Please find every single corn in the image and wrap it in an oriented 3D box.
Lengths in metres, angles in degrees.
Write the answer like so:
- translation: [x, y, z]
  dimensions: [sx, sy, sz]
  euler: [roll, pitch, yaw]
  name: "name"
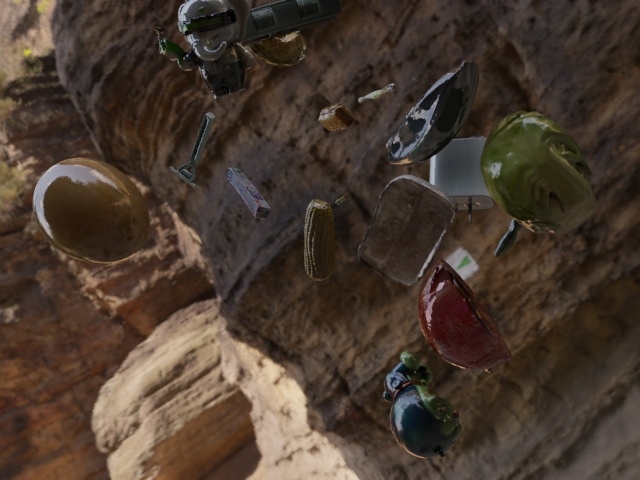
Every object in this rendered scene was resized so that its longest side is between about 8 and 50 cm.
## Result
- translation: [0.000, 0.000, 1.620]
  dimensions: [0.080, 0.080, 0.231]
  euler: [-27, -43, -31]
  name: "corn"

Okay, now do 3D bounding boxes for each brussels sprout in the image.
- translation: [0.543, -0.176, 1.673]
  dimensions: [0.328, 0.328, 0.247]
  euler: [-19, -22, -51]
  name: "brussels sprout"

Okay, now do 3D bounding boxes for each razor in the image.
- translation: [-0.421, -0.318, 2.288]
  dimensions: [0.278, 0.111, 0.056]
  euler: [-58, -10, 31]
  name: "razor"

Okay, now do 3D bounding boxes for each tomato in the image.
- translation: [0.343, 0.210, 1.717]
  dimensions: [0.170, 0.309, 0.309]
  euler: [-39, -13, 11]
  name: "tomato"

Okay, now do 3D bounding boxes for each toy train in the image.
- translation: [-0.139, -0.637, 1.925]
  dimensions: [0.409, 0.086, 0.089]
  euler: [-19, 2, -11]
  name: "toy train"

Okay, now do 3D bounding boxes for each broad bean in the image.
- translation: [0.588, -0.036, 2.043]
  dimensions: [0.046, 0.061, 0.195]
  euler: [16, -92, -47]
  name: "broad bean"

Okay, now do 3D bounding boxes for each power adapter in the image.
- translation: [0.422, -0.167, 1.987]
  dimensions: [0.187, 0.255, 0.124]
  euler: [-2, -16, 19]
  name: "power adapter"

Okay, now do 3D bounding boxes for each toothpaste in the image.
- translation: [-0.203, -0.134, 1.852]
  dimensions: [0.047, 0.196, 0.040]
  euler: [7, -56, -42]
  name: "toothpaste"

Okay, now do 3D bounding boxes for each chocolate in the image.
- translation: [0.219, -0.031, 1.642]
  dimensions: [0.100, 0.185, 0.303]
  euler: [-42, -19, -43]
  name: "chocolate"

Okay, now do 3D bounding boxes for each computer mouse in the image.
- translation: [0.301, -0.304, 1.723]
  dimensions: [0.203, 0.114, 0.374]
  euler: [-31, -13, -33]
  name: "computer mouse"

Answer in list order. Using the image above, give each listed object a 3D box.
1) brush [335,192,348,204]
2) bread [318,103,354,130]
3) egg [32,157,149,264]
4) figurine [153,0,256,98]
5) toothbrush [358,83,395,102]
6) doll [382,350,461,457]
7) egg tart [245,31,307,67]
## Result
- translation: [0.089, -0.164, 2.607]
  dimensions: [0.083, 0.021, 0.019]
  euler: [-41, -8, -48]
  name: "brush"
- translation: [0.047, -0.352, 1.906]
  dimensions: [0.053, 0.074, 0.132]
  euler: [-53, 18, -12]
  name: "bread"
- translation: [-0.686, -0.084, 2.002]
  dimensions: [0.301, 0.374, 0.301]
  euler: [-40, -27, -25]
  name: "egg"
- translation: [-0.177, -0.334, 1.098]
  dimensions: [0.147, 0.193, 0.126]
  euler: [-7, 15, 22]
  name: "figurine"
- translation: [0.164, -0.437, 1.989]
  dimensions: [0.026, 0.022, 0.263]
  euler: [-5, 4, -16]
  name: "toothbrush"
- translation: [0.282, 0.485, 1.899]
  dimensions: [0.186, 0.322, 0.198]
  euler: [-39, -56, 9]
  name: "doll"
- translation: [-0.138, -0.639, 2.088]
  dimensions: [0.212, 0.213, 0.090]
  euler: [-28, -15, -30]
  name: "egg tart"
